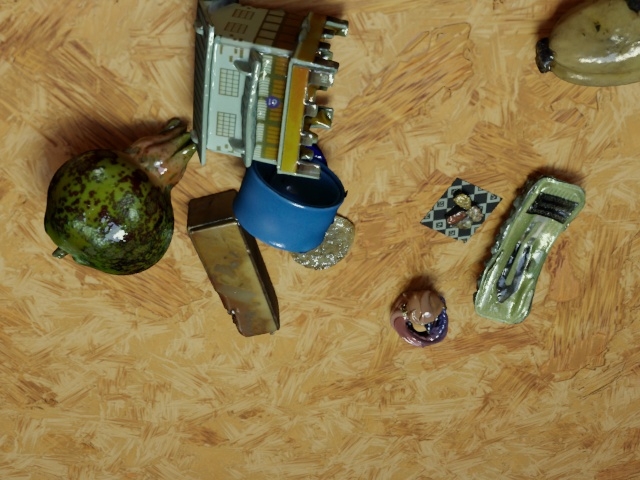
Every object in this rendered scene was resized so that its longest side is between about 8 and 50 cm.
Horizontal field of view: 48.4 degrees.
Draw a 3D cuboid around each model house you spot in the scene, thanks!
[{"bbox_3d":[-0.081,-0.231,1.054,0.215,0.198,0.224,9,130,-1],"label":"model house"}]

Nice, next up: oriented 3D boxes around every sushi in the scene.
[{"bbox_3d":[0.275,-0.048,1.378,0.120,0.026,0.126,20,125,-25],"label":"sushi"}]

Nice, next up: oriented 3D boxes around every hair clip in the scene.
[{"bbox_3d":[0.398,0.012,1.412,0.138,0.091,0.321,16,114,-11],"label":"hair clip"}]

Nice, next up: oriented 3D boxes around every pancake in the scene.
[{"bbox_3d":[0.000,0.000,1.376,0.139,0.022,0.139,-4,130,-5],"label":"pancake"}]

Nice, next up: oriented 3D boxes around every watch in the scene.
[{"bbox_3d":[-0.046,-0.071,1.196,0.196,0.200,0.171,8,125,-11],"label":"watch"}]

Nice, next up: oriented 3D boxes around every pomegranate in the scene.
[{"bbox_3d":[-0.326,-0.083,1.156,0.204,0.222,0.277,16,93,-12],"label":"pomegranate"}]

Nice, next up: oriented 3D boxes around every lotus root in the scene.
[{"bbox_3d":[0.466,-0.320,1.106,0.256,0.140,0.154,-8,145,11],"label":"lotus root"}]

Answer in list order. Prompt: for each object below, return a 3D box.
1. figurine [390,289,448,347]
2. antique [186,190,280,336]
[{"bbox_3d":[0.204,0.145,1.469,0.126,0.114,0.157,-31,145,-3],"label":"figurine"},{"bbox_3d":[-0.158,0.055,1.356,0.093,0.087,0.310,-13,131,5],"label":"antique"}]
